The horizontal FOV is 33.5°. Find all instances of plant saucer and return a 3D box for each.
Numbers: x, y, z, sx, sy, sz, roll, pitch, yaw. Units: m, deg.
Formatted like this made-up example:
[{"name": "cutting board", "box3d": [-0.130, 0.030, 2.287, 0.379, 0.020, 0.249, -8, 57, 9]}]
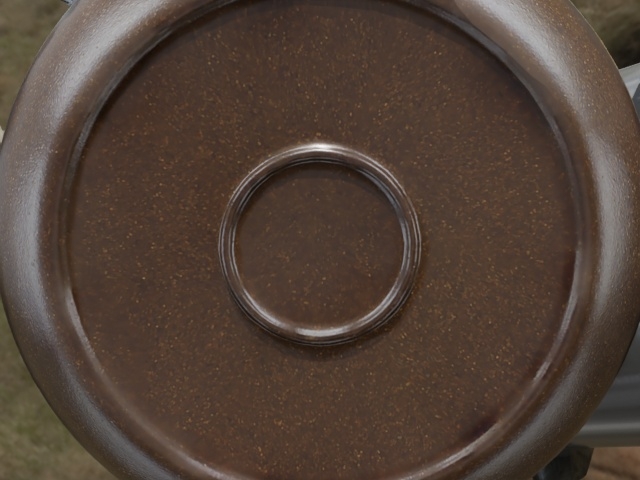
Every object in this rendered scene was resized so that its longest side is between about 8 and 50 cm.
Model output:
[{"name": "plant saucer", "box3d": [0.000, 0.000, 0.477, 0.311, 0.310, 0.050, -33, 6, 6]}]

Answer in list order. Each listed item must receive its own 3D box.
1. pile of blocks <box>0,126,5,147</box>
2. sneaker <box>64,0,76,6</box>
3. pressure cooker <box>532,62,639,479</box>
[{"name": "pile of blocks", "box3d": [-0.397, -0.169, 0.890, 0.113, 0.362, 0.148, -41, 31, 39]}, {"name": "sneaker", "box3d": [-0.240, -0.273, 1.242, 0.099, 0.153, 0.282, -50, 49, 22]}, {"name": "pressure cooker", "box3d": [0.265, 0.034, 1.075, 0.420, 0.375, 0.369, -13, 41, 49]}]
